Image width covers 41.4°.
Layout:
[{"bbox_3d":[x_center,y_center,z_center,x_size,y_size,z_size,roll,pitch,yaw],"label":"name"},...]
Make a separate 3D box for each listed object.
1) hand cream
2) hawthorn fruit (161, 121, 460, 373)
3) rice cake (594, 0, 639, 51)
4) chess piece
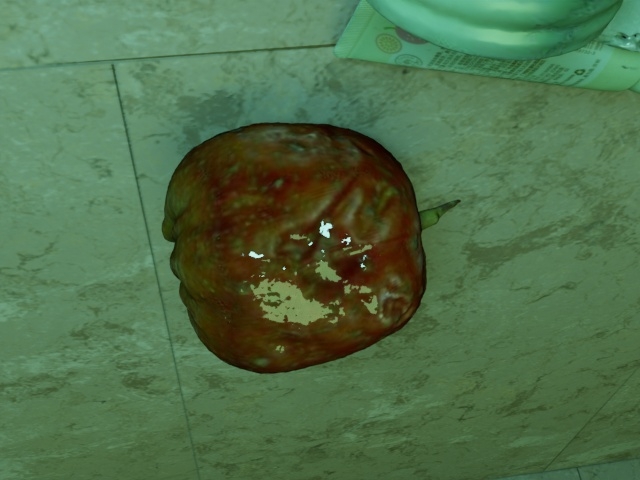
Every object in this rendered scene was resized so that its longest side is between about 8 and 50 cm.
[{"bbox_3d":[0.174,-0.177,0.718,0.306,0.093,0.147,1,163,-16],"label":"hand cream"},{"bbox_3d":[-0.023,0.005,0.819,0.261,0.258,0.258,11,154,20],"label":"hawthorn fruit"},{"bbox_3d":[0.274,-0.239,0.624,0.124,0.038,0.211,5,122,-21],"label":"rice cake"},{"bbox_3d":[0.121,-0.275,0.480,0.194,0.194,0.299,-5,139,-9],"label":"chess piece"}]
